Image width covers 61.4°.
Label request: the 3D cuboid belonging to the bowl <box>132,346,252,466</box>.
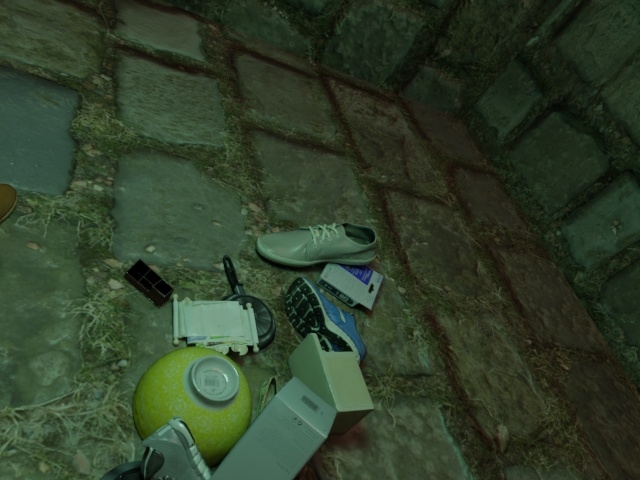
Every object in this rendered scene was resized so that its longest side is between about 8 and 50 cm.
[{"bbox_3d":[-0.271,0.354,1.252,0.289,0.156,0.290,22,39,-19],"label":"bowl"}]

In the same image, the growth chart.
[{"bbox_3d":[-0.281,0.227,1.443,0.237,0.021,0.172,7,52,-17],"label":"growth chart"}]

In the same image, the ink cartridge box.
[{"bbox_3d":[0.107,0.137,1.887,0.208,0.045,0.206,34,36,-1],"label":"ink cartridge box"}]

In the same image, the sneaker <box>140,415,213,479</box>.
[{"bbox_3d":[-0.296,0.489,1.102,0.132,0.086,0.229,-27,90,-27],"label":"sneaker"}]

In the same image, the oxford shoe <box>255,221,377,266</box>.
[{"bbox_3d":[0.000,0.000,1.835,0.449,0.130,0.169,1,42,-22],"label":"oxford shoe"}]

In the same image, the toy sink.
[{"bbox_3d":[0.026,0.387,1.467,0.131,0.153,0.234,7,45,-35],"label":"toy sink"}]

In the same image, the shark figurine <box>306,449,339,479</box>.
[{"bbox_3d":[-0.014,0.467,1.318,0.116,0.166,0.278,-24,56,-10],"label":"shark figurine"}]

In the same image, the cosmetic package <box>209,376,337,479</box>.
[{"bbox_3d":[-0.093,0.437,1.162,0.138,0.225,0.224,37,0,8],"label":"cosmetic package"}]

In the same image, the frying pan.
[{"bbox_3d":[-0.208,0.182,1.582,0.197,0.053,0.326,22,43,-20],"label":"frying pan"}]

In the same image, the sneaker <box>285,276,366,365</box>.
[{"bbox_3d":[0.020,0.252,1.654,0.330,0.130,0.147,53,25,15],"label":"sneaker"}]

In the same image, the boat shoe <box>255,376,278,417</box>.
[{"bbox_3d":[-0.130,0.425,1.382,0.056,0.048,0.153,22,39,-20],"label":"boat shoe"}]

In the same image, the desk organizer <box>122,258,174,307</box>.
[{"bbox_3d":[-0.458,0.113,1.441,0.130,0.050,0.047,40,36,3],"label":"desk organizer"}]

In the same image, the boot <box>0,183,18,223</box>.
[{"bbox_3d":[-0.819,-0.121,1.250,0.109,0.220,0.283,43,37,8],"label":"boot"}]

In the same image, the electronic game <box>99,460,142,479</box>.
[{"bbox_3d":[-0.352,0.549,1.065,0.229,0.048,0.229,30,31,-20],"label":"electronic game"}]
